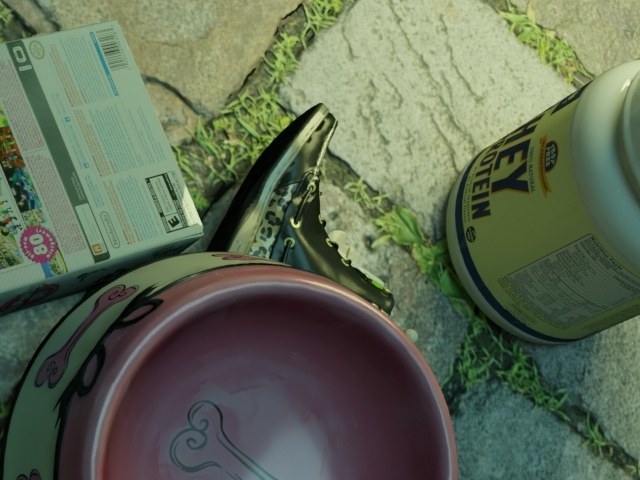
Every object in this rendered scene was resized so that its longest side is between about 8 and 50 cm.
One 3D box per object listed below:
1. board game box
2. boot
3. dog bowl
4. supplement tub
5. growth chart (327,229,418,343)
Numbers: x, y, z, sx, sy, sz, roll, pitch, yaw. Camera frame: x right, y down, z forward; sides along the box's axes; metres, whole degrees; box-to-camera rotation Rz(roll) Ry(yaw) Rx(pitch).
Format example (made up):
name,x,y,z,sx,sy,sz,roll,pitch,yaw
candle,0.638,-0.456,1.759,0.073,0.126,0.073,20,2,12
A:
name,x,y,z,sx,sy,sz,roll,pitch,yaw
board game box,-0.285,-0.054,1.487,0.303,0.097,0.224,-17,80,-36
boot,-0.001,0.001,1.620,0.178,0.085,0.236,36,63,-15
dog bowl,-0.061,0.203,1.434,0.408,0.150,0.408,4,81,-23
supplement tub,0.304,-0.042,1.696,0.235,0.325,0.235,12,65,-27
growth chart,-0.003,0.066,1.655,0.237,0.021,0.172,45,55,-9
